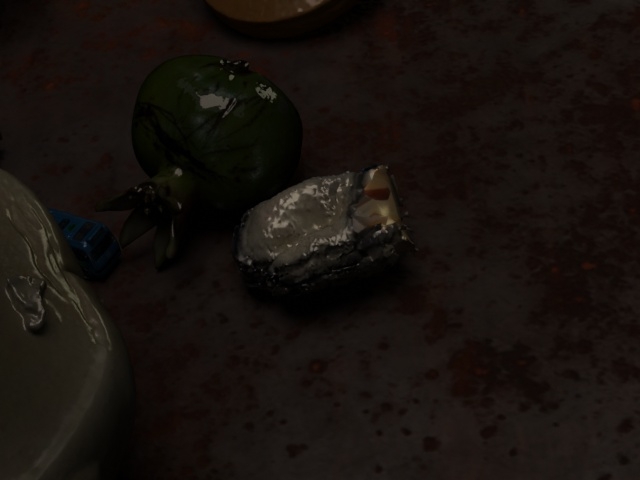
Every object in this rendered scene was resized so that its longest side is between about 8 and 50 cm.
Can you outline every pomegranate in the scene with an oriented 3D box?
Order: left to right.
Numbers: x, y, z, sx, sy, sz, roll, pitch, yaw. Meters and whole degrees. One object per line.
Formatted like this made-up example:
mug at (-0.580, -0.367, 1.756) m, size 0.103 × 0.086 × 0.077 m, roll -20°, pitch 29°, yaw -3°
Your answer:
pomegranate at (-0.109, -0.073, 1.377) m, size 0.152 × 0.131 × 0.191 m, roll 27°, pitch 62°, yaw 30°

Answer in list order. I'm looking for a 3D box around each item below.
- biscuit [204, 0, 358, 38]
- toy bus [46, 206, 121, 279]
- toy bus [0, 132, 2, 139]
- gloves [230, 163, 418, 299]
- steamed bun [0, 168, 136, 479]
biscuit at (-0.019, -0.370, 1.628) m, size 0.275 × 0.052 × 0.355 m, roll 8°, pitch 67°, yaw 25°
toy bus at (-0.218, 0.001, 1.383) m, size 0.083 × 0.046 × 0.038 m, roll 16°, pitch 50°, yaw 27°
toy bus at (-0.362, -0.062, 1.441) m, size 0.088 × 0.101 × 0.175 m, roll 0°, pitch 47°, yaw 12°
gloves at (0.001, 0.002, 1.317) m, size 0.153 × 0.070 × 0.114 m, roll -16°, pitch 52°, yaw 6°
steamed bun at (-0.256, 0.152, 1.107) m, size 0.236 × 0.247 × 0.383 m, roll 25°, pitch 49°, yaw 6°
